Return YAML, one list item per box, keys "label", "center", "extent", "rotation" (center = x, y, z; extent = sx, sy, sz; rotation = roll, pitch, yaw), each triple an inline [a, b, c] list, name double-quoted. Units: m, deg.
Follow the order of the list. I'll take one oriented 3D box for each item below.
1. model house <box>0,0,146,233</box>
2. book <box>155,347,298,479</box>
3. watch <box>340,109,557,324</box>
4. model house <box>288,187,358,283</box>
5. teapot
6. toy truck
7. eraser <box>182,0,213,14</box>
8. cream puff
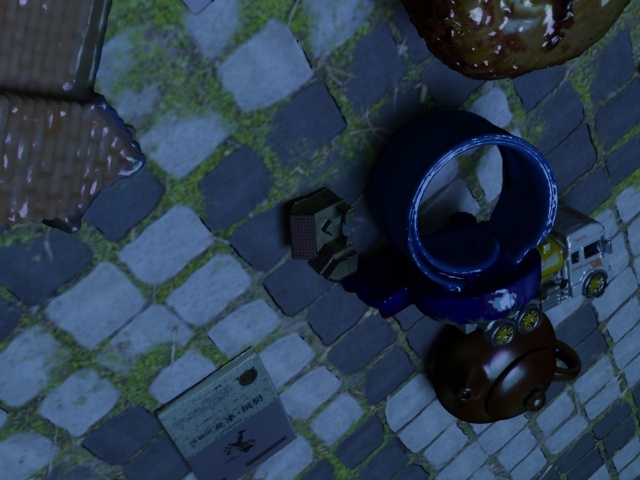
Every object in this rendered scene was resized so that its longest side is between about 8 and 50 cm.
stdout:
- label: "model house"
  center: [-0.209, -0.110, 0.655]
  extent: [0.172, 0.166, 0.183]
  rotation: [-5, 112, -55]
- label: "book"
  center: [-0.100, 0.207, 1.101]
  extent: [0.127, 0.014, 0.182]
  rotation: [-33, 138, -14]
- label: "watch"
  center: [0.133, -0.026, 1.002]
  extent: [0.196, 0.171, 0.200]
  rotation: [-22, 120, -22]
- label: "model house"
  center: [0.000, 0.000, 0.978]
  extent: [0.058, 0.057, 0.083]
  rotation: [-27, 139, -26]
- label: "teapot"
  center: [0.251, 0.167, 1.265]
  extent: [0.252, 0.135, 0.178]
  rotation: [-1, 127, -38]
- label: "toy truck"
  center: [0.238, 0.036, 1.170]
  extent: [0.226, 0.098, 0.114]
  rotation: [-24, 123, -21]
- label: "eraser"
  center: [-0.069, -0.217, 0.766]
  extent: [0.099, 0.019, 0.027]
  rotation: [-43, 140, -1]
- label: "cream puff"
  center: [0.167, -0.255, 0.823]
  extent: [0.240, 0.164, 0.240]
  rotation: [-11, 125, -17]
